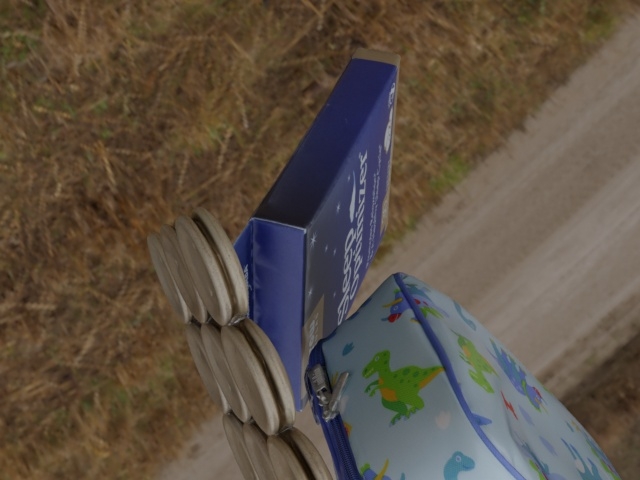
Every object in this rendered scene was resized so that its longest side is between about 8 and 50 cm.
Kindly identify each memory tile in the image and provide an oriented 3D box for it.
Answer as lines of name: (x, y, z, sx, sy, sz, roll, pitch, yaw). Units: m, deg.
memory tile: (-0.021, 0.060, 0.361, 0.012, 0.148, 0.113, -23, -179, -16)

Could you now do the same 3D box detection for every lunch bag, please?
lunch bag: (0.092, 0.129, 0.546, 0.090, 0.176, 0.219, -42, 119, 11)

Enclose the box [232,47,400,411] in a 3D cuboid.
box: (0.000, 0.000, 0.622, 0.225, 0.037, 0.136, -61, 159, -47)
